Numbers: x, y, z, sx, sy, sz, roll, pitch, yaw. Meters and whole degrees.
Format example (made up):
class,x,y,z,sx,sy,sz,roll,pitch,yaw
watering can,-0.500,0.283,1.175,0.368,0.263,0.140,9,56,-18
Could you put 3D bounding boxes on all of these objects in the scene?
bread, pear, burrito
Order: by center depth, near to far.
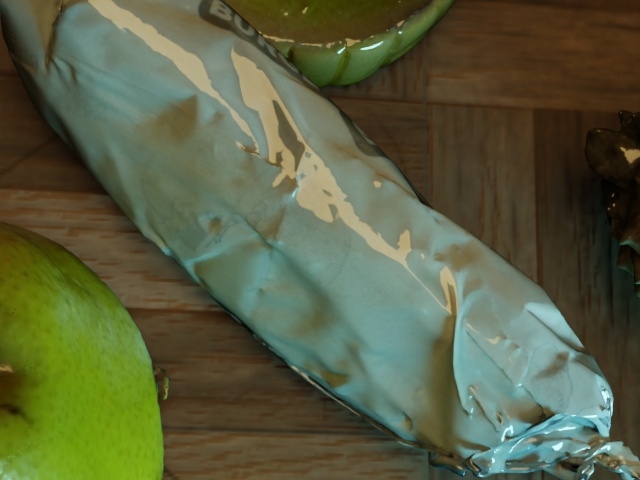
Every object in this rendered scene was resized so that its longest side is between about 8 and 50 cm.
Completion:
class,x,y,z,sx,sy,sz,roll,pitch,yaw
pear,-0.195,0.096,0.724,0.267,0.178,0.267,1,77,-5
burrito,0.000,0.000,0.805,0.445,0.139,0.101,42,42,-3
bread,-0.017,-0.201,0.874,0.236,0.070,0.236,2,78,-10

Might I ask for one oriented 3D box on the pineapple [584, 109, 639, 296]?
class,x,y,z,sx,sy,sz,roll,pitch,yaw
pineapple,0.235,-0.019,0.832,0.193,0.166,0.166,23,74,-2
